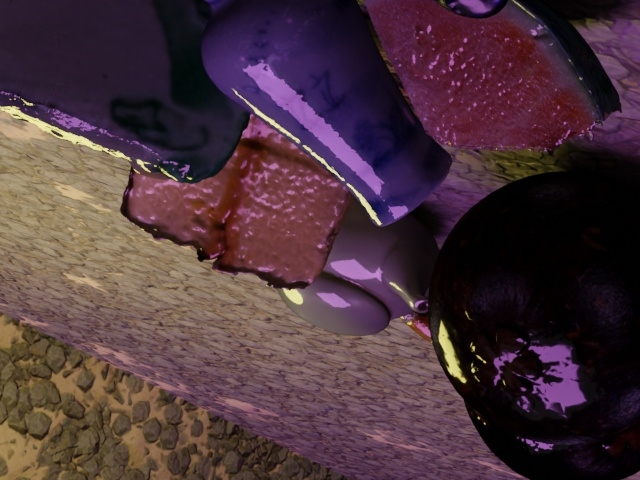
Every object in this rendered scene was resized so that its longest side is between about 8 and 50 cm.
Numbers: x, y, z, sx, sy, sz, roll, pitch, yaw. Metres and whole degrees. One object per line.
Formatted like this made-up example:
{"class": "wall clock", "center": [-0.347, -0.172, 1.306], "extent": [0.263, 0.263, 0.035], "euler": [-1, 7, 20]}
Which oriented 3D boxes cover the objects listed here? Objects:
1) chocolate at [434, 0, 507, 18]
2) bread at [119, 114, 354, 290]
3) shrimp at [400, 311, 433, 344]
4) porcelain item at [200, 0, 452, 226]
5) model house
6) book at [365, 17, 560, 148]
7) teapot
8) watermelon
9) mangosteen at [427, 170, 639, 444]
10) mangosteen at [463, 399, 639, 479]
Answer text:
{"class": "chocolate", "center": [0.017, -0.233, 1.317], "extent": [0.343, 0.126, 0.148], "euler": [13, 129, -9]}
{"class": "bread", "center": [-0.079, -0.062, 1.881], "extent": [0.240, 0.178, 0.135], "euler": [18, 167, 6]}
{"class": "shrimp", "center": [0.193, 0.103, 2.292], "extent": [0.287, 0.063, 0.152], "euler": [27, -158, -24]}
{"class": "porcelain item", "center": [-0.002, -0.133, 1.525], "extent": [0.259, 0.141, 0.141], "euler": [50, 156, -13]}
{"class": "model house", "center": [-0.220, -0.161, 1.686], "extent": [0.267, 0.194, 0.325], "euler": [23, 168, -19]}
{"class": "book", "center": [0.100, -0.143, 1.681], "extent": [0.160, 0.024, 0.228], "euler": [7, 163, 43]}
{"class": "teapot", "center": [-0.016, 0.007, 2.109], "extent": [0.318, 0.149, 0.220], "euler": [22, 160, -8]}
{"class": "watermelon", "center": [0.131, -0.167, 1.436], "extent": [0.231, 0.128, 0.146], "euler": [4, 135, 41]}
{"class": "mangosteen", "center": [0.245, 0.061, 1.817], "extent": [0.288, 0.288, 0.288], "euler": [17, 165, 5]}
{"class": "mangosteen", "center": [0.280, 0.141, 2.127], "extent": [0.275, 0.275, 0.302], "euler": [29, -165, -35]}
